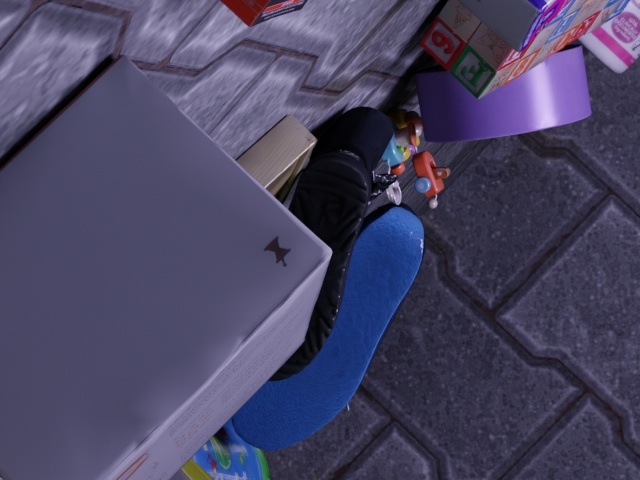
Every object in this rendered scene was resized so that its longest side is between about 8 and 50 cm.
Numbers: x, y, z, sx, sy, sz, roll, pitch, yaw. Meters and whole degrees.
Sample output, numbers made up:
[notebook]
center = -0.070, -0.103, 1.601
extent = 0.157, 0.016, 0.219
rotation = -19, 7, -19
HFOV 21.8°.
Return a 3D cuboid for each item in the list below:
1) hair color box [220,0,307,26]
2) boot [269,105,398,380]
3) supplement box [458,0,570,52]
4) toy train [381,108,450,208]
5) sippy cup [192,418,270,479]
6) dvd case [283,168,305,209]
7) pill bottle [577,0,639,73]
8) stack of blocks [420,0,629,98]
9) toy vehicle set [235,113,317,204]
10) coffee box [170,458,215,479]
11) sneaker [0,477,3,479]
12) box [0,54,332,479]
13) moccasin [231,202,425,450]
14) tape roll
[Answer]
[hair color box]
center = -0.001, -0.190, 0.942
extent = 0.141, 0.043, 0.072
rotation = -51, 172, 29
[boot]
center = 0.000, 0.000, 1.637
extent = 0.207, 0.094, 0.246
rotation = -58, 170, -70
[supplement box]
center = 0.213, -0.288, 1.446
extent = 0.220, 0.114, 0.111
rotation = -47, 173, -10
[toy train]
center = 0.111, -0.097, 1.937
extent = 0.046, 0.125, 0.166
rotation = -19, 179, 21
[sippy cup]
center = -0.197, 0.297, 2.037
extent = 0.240, 0.305, 0.224
rotation = -6, 167, 10
[dvd case]
center = -0.076, 0.015, 1.865
extent = 0.253, 0.022, 0.180
rotation = -48, 175, 10
[pill bottle]
center = 0.411, -0.361, 2.078
extent = 0.283, 0.160, 0.160
rotation = -48, 174, 11
[stack of blocks]
center = 0.252, -0.277, 1.717
extent = 0.297, 0.087, 0.171
rotation = -33, 163, -44
[toy vehicle set]
center = -0.099, 0.001, 1.545
extent = 0.166, 0.035, 0.267
rotation = -43, 173, -27
[coffee box]
center = -0.175, 0.399, 1.602
extent = 0.334, 0.338, 0.338
rotation = -45, -145, -7
[sneaker]
center = -0.340, 0.276, 1.432
extent = 0.153, 0.094, 0.235
rotation = -46, 174, 5
[box]
center = -0.132, 0.057, 1.064
extent = 0.215, 0.168, 0.345
rotation = -45, 174, -11
[moccasin]
center = 0.023, 0.105, 1.973
extent = 0.342, 0.138, 0.117
rotation = -50, -172, 15
[tape roll]
center = 0.203, -0.165, 1.854
extent = 0.189, 0.080, 0.189
rotation = -9, -172, 1
